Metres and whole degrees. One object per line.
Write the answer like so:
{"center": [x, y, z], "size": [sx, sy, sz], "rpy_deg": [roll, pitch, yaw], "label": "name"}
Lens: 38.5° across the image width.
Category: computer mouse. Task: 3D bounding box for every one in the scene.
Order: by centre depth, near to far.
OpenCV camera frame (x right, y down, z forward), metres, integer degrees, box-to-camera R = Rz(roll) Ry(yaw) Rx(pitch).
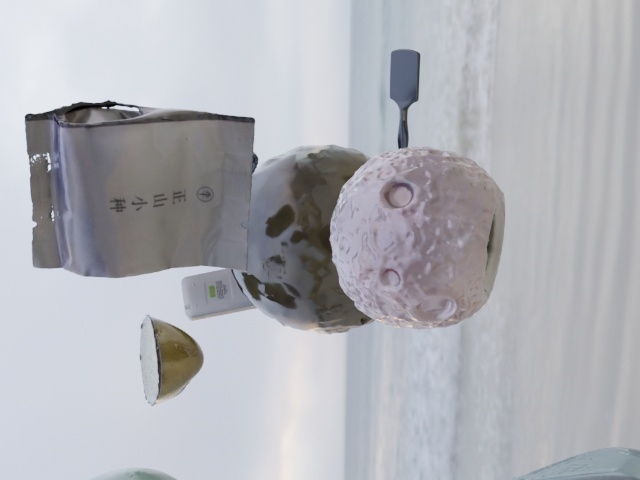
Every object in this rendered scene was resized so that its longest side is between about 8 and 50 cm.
{"center": [0.374, 0.353, 1.255], "size": [0.128, 0.231, 0.079], "rpy_deg": [67, -153, -12], "label": "computer mouse"}

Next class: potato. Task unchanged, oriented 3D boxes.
{"center": [-0.296, 0.242, 1.855], "size": [0.202, 0.117, 0.182], "rpy_deg": [139, 128, -64], "label": "potato"}

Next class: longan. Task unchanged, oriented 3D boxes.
{"center": [0.000, 0.000, 1.798], "size": [0.391, 0.391, 0.391], "rpy_deg": [1, -90, -88], "label": "longan"}

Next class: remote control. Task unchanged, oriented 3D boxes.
{"center": [-0.182, 0.108, 2.035], "size": [0.034, 0.250, 0.103], "rpy_deg": [80, 178, -66], "label": "remote control"}

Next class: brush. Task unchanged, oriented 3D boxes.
{"center": [0.153, -0.252, 1.676], "size": [0.016, 0.063, 0.193], "rpy_deg": [-15, -68, -49], "label": "brush"}

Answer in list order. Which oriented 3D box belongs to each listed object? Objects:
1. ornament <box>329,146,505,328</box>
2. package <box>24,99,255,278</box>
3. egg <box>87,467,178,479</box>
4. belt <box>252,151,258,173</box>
{"center": [0.129, -0.005, 1.253], "size": [0.259, 0.225, 0.259], "rpy_deg": [8, -90, -72], "label": "ornament"}
{"center": [-0.205, -0.057, 1.052], "size": [0.062, 0.251, 0.204], "rpy_deg": [-107, 20, -58], "label": "package"}
{"center": [-0.400, 0.585, 1.683], "size": [0.276, 0.389, 0.276], "rpy_deg": [49, 162, 22], "label": "egg"}
{"center": [-0.216, -0.104, 1.471], "size": [0.128, 0.218, 0.122], "rpy_deg": [49, 178, 20], "label": "belt"}
